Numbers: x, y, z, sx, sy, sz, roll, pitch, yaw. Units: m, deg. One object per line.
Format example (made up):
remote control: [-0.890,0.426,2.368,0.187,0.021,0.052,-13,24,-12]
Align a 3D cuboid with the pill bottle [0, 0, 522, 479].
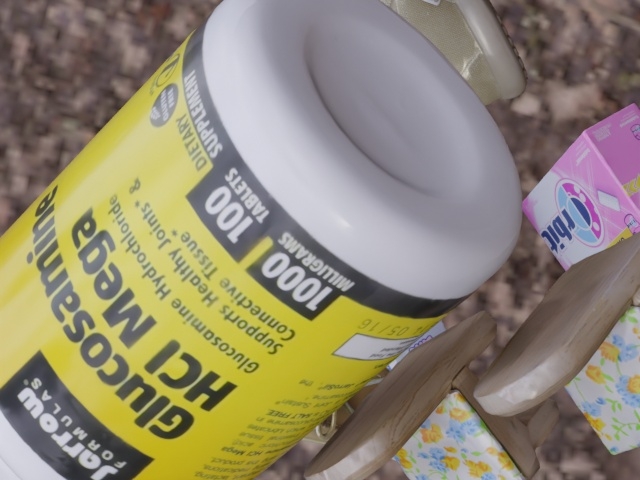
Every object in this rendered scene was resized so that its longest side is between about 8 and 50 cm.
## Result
pill bottle: [-0.069,0.032,1.015,0.334,0.188,0.188,-43,54,31]

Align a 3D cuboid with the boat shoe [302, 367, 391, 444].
boat shoe: [-0.040,0.106,1.702,0.089,0.285,0.105,-4,63,67]

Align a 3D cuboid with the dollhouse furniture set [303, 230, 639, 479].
dollhouse furniture set: [0.215,0.192,0.934,0.394,0.256,0.362,-32,99,42]

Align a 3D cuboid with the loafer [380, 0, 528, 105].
loafer: [0.051,-0.194,1.355,0.092,0.268,0.102,-31,21,4]

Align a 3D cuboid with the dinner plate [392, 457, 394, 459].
dinner plate: [0.105,0.159,1.604,0.141,0.141,0.017,-31,42,36]

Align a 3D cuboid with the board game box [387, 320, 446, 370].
board game box: [0.000,0.000,1.973,0.318,0.066,0.318,64,165,-14]

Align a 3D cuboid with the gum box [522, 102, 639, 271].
gum box: [0.258,-0.032,1.773,0.107,0.062,0.188,57,158,11]
